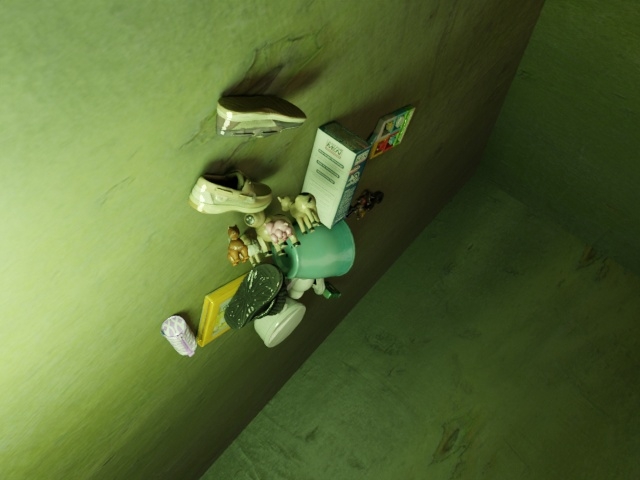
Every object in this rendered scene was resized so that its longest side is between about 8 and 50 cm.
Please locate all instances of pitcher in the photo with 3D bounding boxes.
[{"bbox_3d":[-0.087,0.168,2.124,0.207,0.126,0.177,114,2,-61],"label":"pitcher"}]

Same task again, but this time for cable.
[{"bbox_3d":[0.255,-0.216,2.299,0.287,0.072,0.139,-45,146,-53],"label":"cable"}]

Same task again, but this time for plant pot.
[{"bbox_3d":[-0.046,0.036,1.783,0.255,0.271,0.271,-13,140,-38],"label":"plant pot"}]

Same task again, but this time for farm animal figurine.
[{"bbox_3d":[-0.157,-0.054,1.456,0.331,0.172,0.327,-24,171,3],"label":"farm animal figurine"}]

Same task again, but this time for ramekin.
[{"bbox_3d":[-0.208,0.386,2.201,0.273,0.127,0.272,-43,159,-21],"label":"ramekin"}]

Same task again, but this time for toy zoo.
[{"bbox_3d":[0.294,-0.468,1.937,0.293,0.030,0.192,-34,154,-39],"label":"toy zoo"}]

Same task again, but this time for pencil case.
[{"bbox_3d":[-0.491,0.337,1.566,0.086,0.088,0.206,-41,159,-21],"label":"pencil case"}]

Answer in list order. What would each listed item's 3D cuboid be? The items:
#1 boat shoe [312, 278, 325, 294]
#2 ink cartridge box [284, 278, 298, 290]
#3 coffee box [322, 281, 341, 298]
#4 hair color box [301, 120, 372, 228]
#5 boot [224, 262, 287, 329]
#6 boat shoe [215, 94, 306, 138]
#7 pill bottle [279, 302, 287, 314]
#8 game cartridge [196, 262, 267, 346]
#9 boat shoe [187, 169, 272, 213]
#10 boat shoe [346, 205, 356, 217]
[{"bbox_3d":[-0.026,0.217,2.396,0.076,0.083,0.226,-26,139,-27],"label":"boat shoe"},{"bbox_3d":[-0.124,0.126,1.974,0.207,0.097,0.046,-47,160,-14],"label":"ink cartridge box"},{"bbox_3d":[0.044,0.289,2.599,0.040,0.113,0.184,-51,162,9],"label":"coffee box"},{"bbox_3d":[0.045,-0.230,1.604,0.105,0.174,0.347,-35,155,-39],"label":"hair color box"},{"bbox_3d":[-0.199,0.195,1.726,0.348,0.131,0.260,-45,161,30],"label":"boot"},{"bbox_3d":[-0.154,-0.313,1.152,0.285,0.103,0.092,-19,148,-49],"label":"boat shoe"},{"bbox_3d":[-0.211,0.278,2.022,0.065,0.116,0.065,-44,159,-21],"label":"pill bottle"},{"bbox_3d":[-0.345,0.257,1.795,0.324,0.053,0.285,-29,150,-45],"label":"game cartridge"},{"bbox_3d":[-0.234,-0.144,1.261,0.302,0.109,0.098,-12,136,-55],"label":"boat shoe"},{"bbox_3d":[0.080,-0.127,1.991,0.183,0.083,0.065,-34,154,-39],"label":"boat shoe"}]
